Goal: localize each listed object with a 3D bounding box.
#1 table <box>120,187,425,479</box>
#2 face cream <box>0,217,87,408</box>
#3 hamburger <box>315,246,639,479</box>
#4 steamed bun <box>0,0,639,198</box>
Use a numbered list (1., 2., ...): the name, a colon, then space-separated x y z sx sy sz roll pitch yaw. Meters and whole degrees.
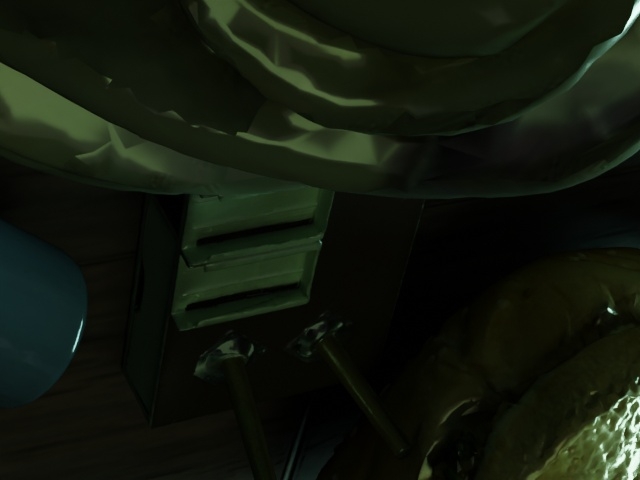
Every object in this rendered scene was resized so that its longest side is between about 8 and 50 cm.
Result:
1. table: 0.000 0.000 0.724 0.122 0.111 0.240 -12 138 -24
2. face cream: -0.234 -0.033 0.547 0.135 0.086 0.385 -47 135 13
3. hamburger: 0.122 0.107 0.890 0.286 0.146 0.243 -32 149 -11
4. steamed bun: 0.010 -0.146 0.401 0.368 0.255 0.342 -20 138 11
